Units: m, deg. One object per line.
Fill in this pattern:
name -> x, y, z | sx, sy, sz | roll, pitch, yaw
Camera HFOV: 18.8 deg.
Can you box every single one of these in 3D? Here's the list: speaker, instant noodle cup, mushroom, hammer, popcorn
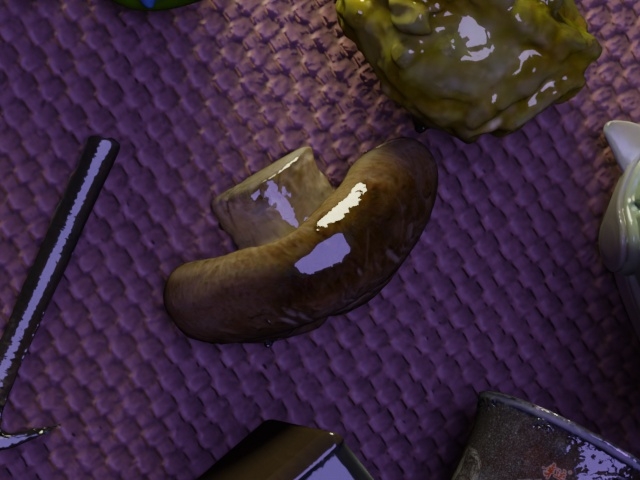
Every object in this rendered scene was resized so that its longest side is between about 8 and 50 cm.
speaker -> -0.031, 0.261, 1.643 | 0.192, 0.231, 0.153 | -39, 96, -12
instant noodle cup -> 0.186, 0.270, 1.703 | 0.217, 0.217, 0.207 | 31, 79, -10
mushroom -> 0.000, 0.000, 1.704 | 0.286, 0.151, 0.156 | -33, 97, -13
hammer -> -0.248, 0.043, 1.706 | 0.125, 0.027, 0.297 | 23, 82, -11
popcorn -> 0.128, -0.188, 1.726 | 0.266, 0.233, 0.192 | 20, 109, -44

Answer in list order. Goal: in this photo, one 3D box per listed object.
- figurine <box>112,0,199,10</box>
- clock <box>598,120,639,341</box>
figurine -> -0.182, -0.279, 1.687 | 0.263, 0.143, 0.162 | -2, 81, 3
clock -> 0.400, -0.001, 1.823 | 0.265, 0.108, 0.324 | -32, 95, -12
